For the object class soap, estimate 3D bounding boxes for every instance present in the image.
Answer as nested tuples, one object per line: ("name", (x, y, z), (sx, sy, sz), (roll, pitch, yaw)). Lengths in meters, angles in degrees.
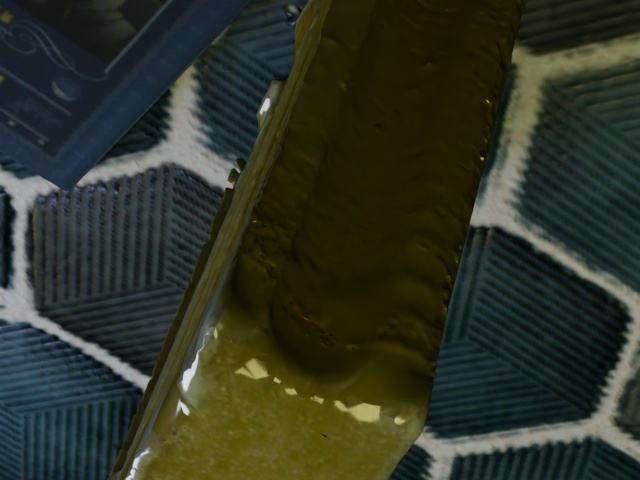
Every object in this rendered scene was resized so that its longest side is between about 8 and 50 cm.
("soap", (0.000, 0.000, 0.782), (0.091, 0.315, 0.199), (23, 133, -6))

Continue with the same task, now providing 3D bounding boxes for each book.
("book", (-0.131, -0.147, 0.884), (0.191, 0.025, 0.269), (35, 132, -17))
